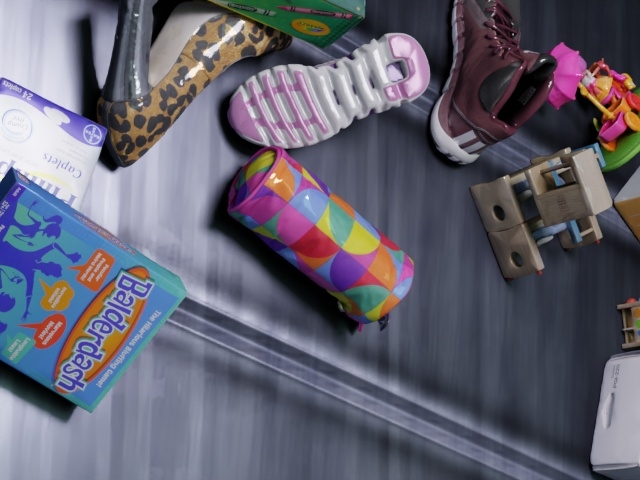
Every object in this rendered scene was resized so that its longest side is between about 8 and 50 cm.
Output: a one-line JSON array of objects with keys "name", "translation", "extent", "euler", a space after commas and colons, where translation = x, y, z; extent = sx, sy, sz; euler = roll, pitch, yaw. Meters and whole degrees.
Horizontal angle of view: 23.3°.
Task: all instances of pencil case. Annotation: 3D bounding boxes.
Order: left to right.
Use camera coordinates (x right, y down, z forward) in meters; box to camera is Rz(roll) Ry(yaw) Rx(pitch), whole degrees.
[{"name": "pencil case", "translation": [0.000, 0.000, 1.726], "extent": [0.236, 0.104, 0.104], "euler": [43, 59, -21]}]

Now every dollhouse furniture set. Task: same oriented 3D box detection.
[{"name": "dollhouse furniture set", "translation": [0.307, -0.042, 1.899], "extent": [0.129, 0.184, 0.129], "euler": [-24, 95, -37]}]

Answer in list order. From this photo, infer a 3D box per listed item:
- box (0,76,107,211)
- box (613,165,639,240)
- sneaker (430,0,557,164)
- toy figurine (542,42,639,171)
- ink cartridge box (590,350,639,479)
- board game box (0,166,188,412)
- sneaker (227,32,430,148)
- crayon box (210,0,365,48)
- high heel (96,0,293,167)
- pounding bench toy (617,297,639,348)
[{"name": "box", "translation": [-0.297, -0.071, 1.542], "extent": [0.126, 0.072, 0.137], "euler": [26, 67, -28]}, {"name": "box", "translation": [0.595, 0.011, 2.077], "extent": [0.345, 0.215, 0.168], "euler": [52, 57, -15]}, {"name": "sneaker", "translation": [0.237, -0.233, 1.902], "extent": [0.106, 0.162, 0.281], "euler": [23, 68, -30]}, {"name": "toy figurine", "translation": [0.354, -0.200, 2.025], "extent": [0.159, 0.130, 0.173], "euler": [39, 38, -13]}, {"name": "ink cartridge box", "translation": [0.465, 0.252, 2.009], "extent": [0.218, 0.092, 0.158], "euler": [24, 67, -28]}, {"name": "board game box", "translation": [-0.260, 0.051, 1.504], "extent": [0.210, 0.047, 0.160], "euler": [35, 98, -28]}, {"name": "sneaker", "translation": [0.005, -0.163, 1.771], "extent": [0.236, 0.104, 0.095], "euler": [-19, 93, -15]}, {"name": "crayon box", "translation": [-0.084, -0.334, 1.652], "extent": [0.278, 0.081, 0.165], "euler": [19, 57, -29]}, {"name": "high heel", "translation": [-0.135, -0.169, 1.695], "extent": [0.261, 0.093, 0.186], "euler": [0, 102, -48]}, {"name": "pounding bench toy", "translation": [0.441, 0.106, 2.046], "extent": [0.083, 0.052, 0.065], "euler": [0, 80, -36]}]
